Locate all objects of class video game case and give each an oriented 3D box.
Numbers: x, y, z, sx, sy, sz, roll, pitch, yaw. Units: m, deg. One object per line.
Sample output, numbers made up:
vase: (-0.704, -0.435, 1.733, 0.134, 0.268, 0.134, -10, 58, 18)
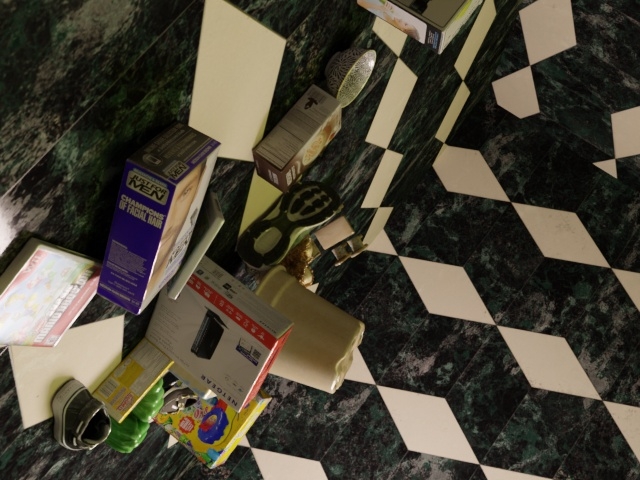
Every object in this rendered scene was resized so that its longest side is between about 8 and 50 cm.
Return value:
video game case: (-0.289, 0.005, 1.546, 0.212, 0.023, 0.193, -57, -157, 11)
video game case: (-0.509, 0.106, 1.254, 0.204, 0.025, 0.285, -53, 167, -3)

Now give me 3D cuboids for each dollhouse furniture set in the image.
dollhouse furniture set: (0.000, 0.000, 2.399, 0.242, 0.212, 0.161, -30, -177, 32)

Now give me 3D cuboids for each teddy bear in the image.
teddy bear: (-0.125, 0.105, 2.262, 0.338, 0.113, 0.245, -3, -101, 62)

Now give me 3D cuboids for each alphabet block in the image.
alphabet block: (-0.342, 0.351, 2.120, 0.197, 0.192, 0.193, -53, 169, 1)

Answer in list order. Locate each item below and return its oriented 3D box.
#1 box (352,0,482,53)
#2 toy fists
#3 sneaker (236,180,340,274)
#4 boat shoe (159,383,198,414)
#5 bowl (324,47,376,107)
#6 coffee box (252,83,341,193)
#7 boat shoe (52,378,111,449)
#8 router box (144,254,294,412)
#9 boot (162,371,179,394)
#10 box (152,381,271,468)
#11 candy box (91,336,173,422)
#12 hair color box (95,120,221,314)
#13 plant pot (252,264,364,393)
box: (0.186, -0.548, 1.450, 0.169, 0.290, 0.087, -51, 167, -11)
toy fists: (-0.520, 0.468, 1.884, 0.279, 0.142, 0.096, -59, 167, 21)
sneaker: (-0.107, -0.036, 2.118, 0.410, 0.158, 0.182, -39, 172, -28)
boat shoe: (-0.463, 0.520, 2.203, 0.081, 0.068, 0.228, -50, 170, 9)
bowl: (0.063, -0.437, 1.768, 0.170, 0.080, 0.170, -50, 167, -16)
coffee box: (-0.057, -0.259, 1.756, 0.246, 0.098, 0.141, -51, 167, -14)
boat shoe: (-0.584, 0.464, 1.693, 0.121, 0.119, 0.335, -47, 165, -30)
router box: (-0.266, 0.230, 1.738, 0.082, 0.335, 0.301, -38, 160, -53)
boot: (-0.496, 0.475, 2.210, 0.121, 0.045, 0.099, -37, 159, -42)
box: (-0.377, 0.584, 2.387, 0.290, 0.279, 0.177, -54, 167, -5)
candy box: (-0.494, 0.365, 1.795, 0.206, 0.105, 0.027, -49, 171, -19)
hair color box: (-0.314, -0.040, 1.316, 0.339, 0.110, 0.185, -66, 176, 37)
plant pot: (-0.051, 0.283, 1.986, 0.334, 0.305, 0.334, -60, 166, -26)
